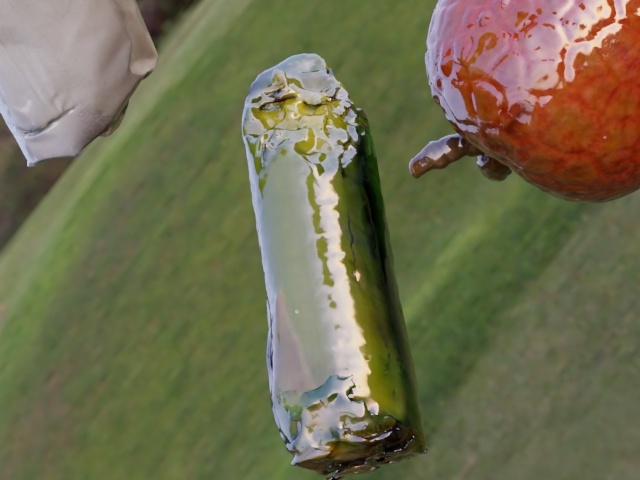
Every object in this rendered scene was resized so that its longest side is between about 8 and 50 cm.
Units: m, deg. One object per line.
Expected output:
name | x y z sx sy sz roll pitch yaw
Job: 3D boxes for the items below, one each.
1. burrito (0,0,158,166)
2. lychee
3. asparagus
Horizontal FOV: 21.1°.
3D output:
burrito | -0.239 -0.261 1.295 0.139 0.445 0.101 -16 30 3
lychee | 0.207 -0.139 1.455 0.300 0.255 0.255 -52 5 15
asparagus | 0.000 0.000 1.328 0.108 0.128 0.381 -20 64 24
